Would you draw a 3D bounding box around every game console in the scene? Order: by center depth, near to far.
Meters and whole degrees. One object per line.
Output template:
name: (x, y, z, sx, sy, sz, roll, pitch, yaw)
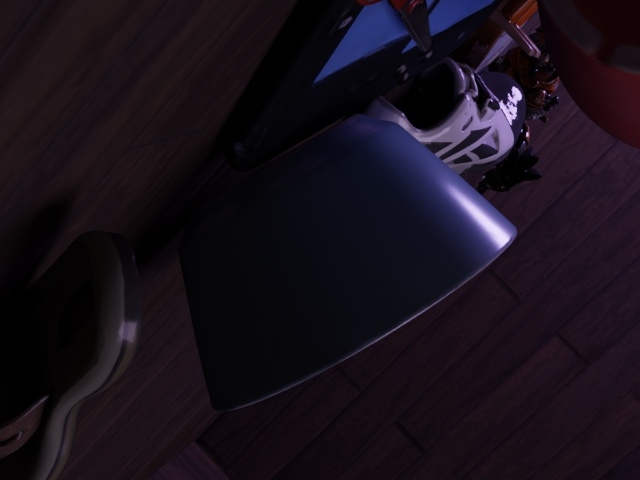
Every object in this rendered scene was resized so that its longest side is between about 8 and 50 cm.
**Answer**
game console: (0.105, -0.227, 0.946, 0.342, 0.060, 0.386, -40, 172, -41)

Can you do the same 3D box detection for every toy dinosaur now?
toy dinosaur: (0.261, -0.174, 1.772, 0.218, 0.164, 0.322, -61, 167, -49)

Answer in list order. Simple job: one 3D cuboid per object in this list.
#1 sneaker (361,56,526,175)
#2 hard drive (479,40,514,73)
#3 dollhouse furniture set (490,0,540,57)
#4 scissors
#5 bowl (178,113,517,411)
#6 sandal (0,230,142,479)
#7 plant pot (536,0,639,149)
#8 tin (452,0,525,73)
sneaker: (0.158, -0.156, 1.442, 0.330, 0.122, 0.146, -31, 153, -44)
hard drive: (0.227, -0.249, 1.784, 0.094, 0.022, 0.135, -38, 171, -47)
dollhouse furniture set: (0.300, -0.308, 1.319, 0.262, 0.135, 0.259, -46, 174, 15)
scissors: (0.053, -0.168, 0.846, 0.109, 0.021, 0.297, -40, 171, -12)
bowl: (0.000, 0.000, 1.081, 0.311, 0.163, 0.311, -29, -176, 2)
sandal: (-0.215, 0.092, 0.852, 0.086, 0.120, 0.303, -3, 146, -37)
plant pot: (0.283, -0.201, 0.937, 0.275, 0.275, 0.243, -46, 163, 16)
tin: (0.230, -0.273, 1.590, 0.106, 0.040, 0.190, -46, 175, -28)
